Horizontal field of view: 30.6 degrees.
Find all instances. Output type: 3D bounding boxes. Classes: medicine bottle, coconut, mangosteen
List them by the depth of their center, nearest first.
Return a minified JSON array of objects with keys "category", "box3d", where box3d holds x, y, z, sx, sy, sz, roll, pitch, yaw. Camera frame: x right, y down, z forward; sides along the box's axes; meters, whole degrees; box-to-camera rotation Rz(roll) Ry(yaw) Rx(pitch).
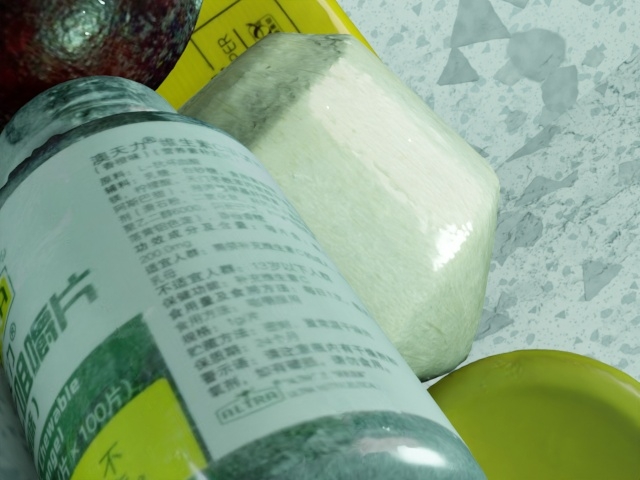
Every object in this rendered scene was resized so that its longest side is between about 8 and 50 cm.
[{"category":"medicine bottle","box3d":[-0.057,0.041,0.478,0.141,0.141,0.293,46,6,-43]},{"category":"mangosteen","box3d":[-0.168,-0.152,0.614,0.216,0.216,0.216,49,4,-5]},{"category":"coconut","box3d":[0.000,0.000,0.804,0.266,0.237,0.237,41,5,-6]},{"category":"medicine bottle","box3d":[0.168,0.198,0.907,0.224,0.224,0.384,51,4,11]}]

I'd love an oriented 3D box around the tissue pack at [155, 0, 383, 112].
[{"category":"tissue pack","box3d":[-0.042,-0.093,1.082,0.382,0.228,0.293,53,-4,4]}]
